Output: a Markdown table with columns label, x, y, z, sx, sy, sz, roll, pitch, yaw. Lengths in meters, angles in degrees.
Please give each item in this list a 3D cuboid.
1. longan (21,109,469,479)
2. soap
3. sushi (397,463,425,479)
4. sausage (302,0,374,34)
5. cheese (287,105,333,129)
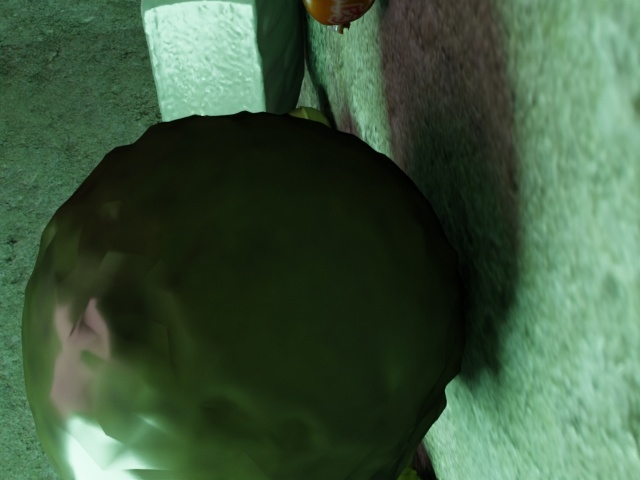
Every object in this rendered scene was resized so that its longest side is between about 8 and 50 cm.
| label | x | y | z | sx | sy | sz | roll | pitch | yaw |
| --- | --- | --- | --- | --- | --- | --- | --- | --- | --- |
| longan | -0.053 | 0.074 | 0.617 | 0.391 | 0.391 | 0.391 | 171 | 90 | -85 |
| soap | -0.165 | -0.416 | 1.336 | 0.350 | 0.213 | 0.435 | -70 | -18 | -46 |
| sushi | 0.045 | 0.501 | 0.949 | 0.396 | 0.240 | 0.351 | 96 | 163 | -60 |
| sausage | 0.016 | -0.315 | 0.648 | 0.312 | 0.093 | 0.093 | 87 | 172 | -54 |
| cheese | -0.014 | -0.077 | 1.300 | 0.315 | 0.128 | 0.259 | -93 | -5 | -46 |
